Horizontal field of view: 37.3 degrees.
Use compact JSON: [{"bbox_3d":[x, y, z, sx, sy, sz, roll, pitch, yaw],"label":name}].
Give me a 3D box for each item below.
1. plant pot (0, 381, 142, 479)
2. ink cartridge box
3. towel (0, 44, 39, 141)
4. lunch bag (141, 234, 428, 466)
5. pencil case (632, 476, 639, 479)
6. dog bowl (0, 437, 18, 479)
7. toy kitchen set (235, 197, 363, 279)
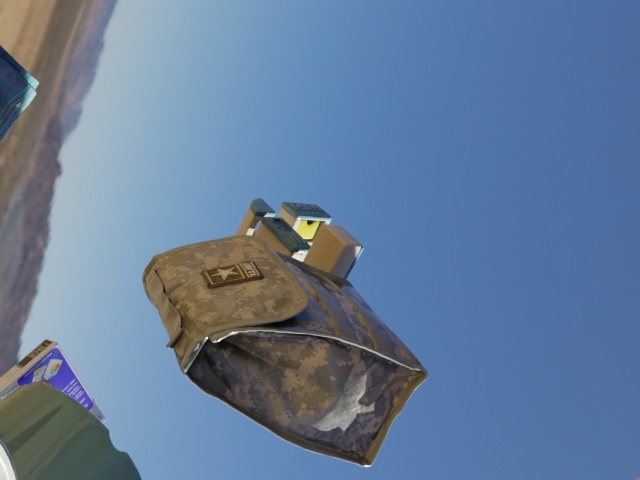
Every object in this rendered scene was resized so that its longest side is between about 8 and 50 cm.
[{"bbox_3d":[-0.446,0.396,1.314,0.334,0.341,0.341,-45,-179,-36],"label":"plant pot"},{"bbox_3d":[-0.522,0.323,1.740,0.045,0.208,0.206,10,-136,43],"label":"ink cartridge box"},{"bbox_3d":[-0.494,-0.100,1.122,0.370,0.040,0.271,-61,162,-11],"label":"towel"},{"bbox_3d":[-0.060,0.109,1.111,0.169,0.287,0.235,-61,-151,10],"label":"lunch bag"},{"bbox_3d":[0.476,0.540,1.413,0.386,0.160,0.167,-51,166,-41],"label":"pencil case"},{"bbox_3d":[-0.451,0.277,0.753,0.408,0.150,0.408,-42,146,-37],"label":"dog bowl"},{"bbox_3d":[0.000,0.000,1.389,0.207,0.166,0.122,44,-64,34],"label":"toy kitchen set"}]
